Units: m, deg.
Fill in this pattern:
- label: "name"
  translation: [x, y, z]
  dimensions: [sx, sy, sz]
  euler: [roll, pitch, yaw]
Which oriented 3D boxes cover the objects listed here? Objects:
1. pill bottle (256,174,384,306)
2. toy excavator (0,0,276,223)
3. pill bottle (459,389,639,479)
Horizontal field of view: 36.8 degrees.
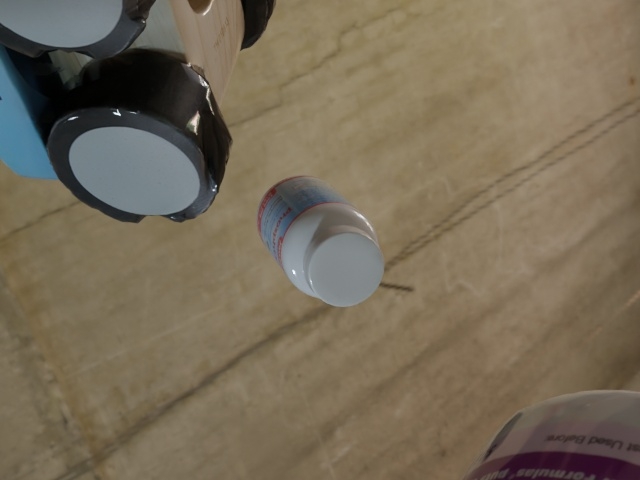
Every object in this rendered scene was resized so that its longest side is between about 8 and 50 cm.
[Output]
- label: "pill bottle"
  translation: [0.000, 0.000, 0.858]
  dimensions: [0.087, 0.087, 0.160]
  euler: [-22, -158, -9]
- label: "toy excavator"
  translation: [-0.282, -0.215, 0.557]
  dimensions: [0.445, 0.433, 0.222]
  euler: [1, -127, 12]
- label: "pill bottle"
  translation: [0.056, 0.196, 0.262]
  dimensions: [0.169, 0.169, 0.301]
  euler: [-1, -148, 42]
